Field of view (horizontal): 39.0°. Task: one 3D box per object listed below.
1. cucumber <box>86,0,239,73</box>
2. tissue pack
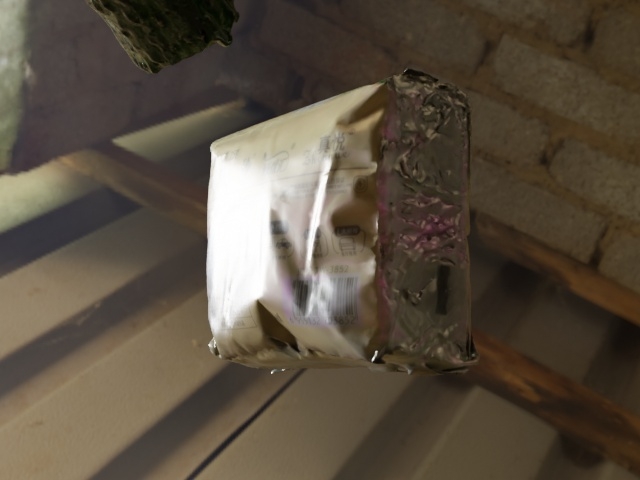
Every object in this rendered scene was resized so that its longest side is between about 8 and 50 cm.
[{"bbox_3d":[-0.090,-0.134,0.322,0.058,0.058,0.187,46,177,39],"label":"cucumber"},{"bbox_3d":[0.000,0.000,0.717,0.123,0.215,0.257,7,171,-37],"label":"tissue pack"}]
